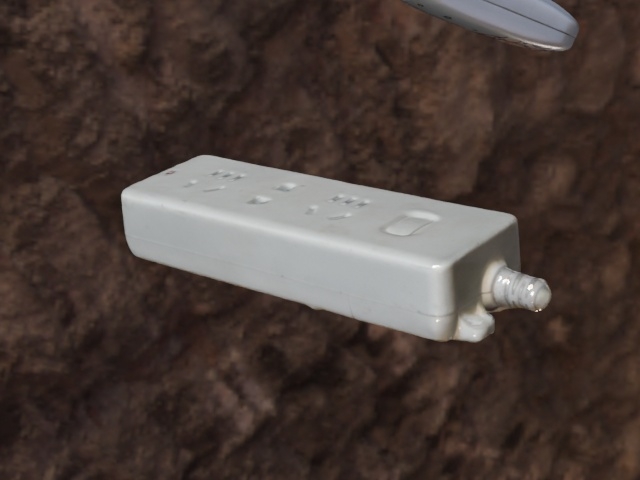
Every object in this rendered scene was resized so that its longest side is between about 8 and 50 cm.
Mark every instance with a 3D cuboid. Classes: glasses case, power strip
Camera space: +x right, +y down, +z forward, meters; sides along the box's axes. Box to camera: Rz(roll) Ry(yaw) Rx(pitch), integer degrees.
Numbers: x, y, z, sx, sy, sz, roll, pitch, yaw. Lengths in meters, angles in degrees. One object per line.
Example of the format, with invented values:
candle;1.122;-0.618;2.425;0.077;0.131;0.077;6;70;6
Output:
glasses case;0.113;-0.179;0.875;0.178;0.067;0.045;14;-78;-28
power strip;0.000;0.000;0.800;0.098;0.338;0.058;-28;-58;-45
